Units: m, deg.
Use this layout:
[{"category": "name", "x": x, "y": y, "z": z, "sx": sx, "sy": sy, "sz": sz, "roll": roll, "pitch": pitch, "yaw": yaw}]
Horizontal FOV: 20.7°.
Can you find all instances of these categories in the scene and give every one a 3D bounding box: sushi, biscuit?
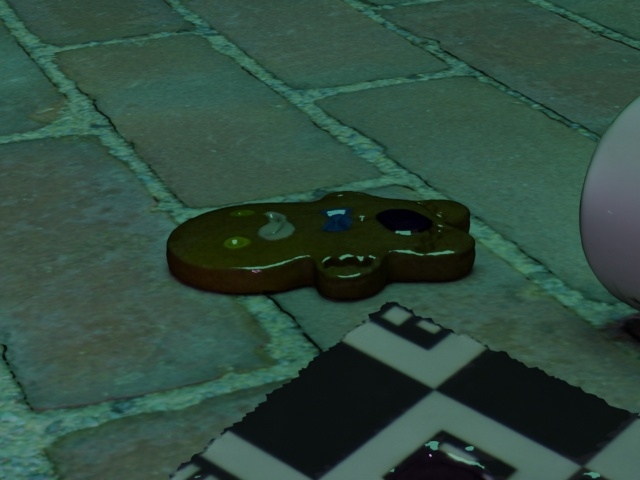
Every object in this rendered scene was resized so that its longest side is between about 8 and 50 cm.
[{"category": "sushi", "x": 0.089, "y": 0.199, "z": 0.727, "sx": 0.373, "sy": 0.100, "sz": 0.296, "roll": 24, "pitch": 41, "yaw": 31}, {"category": "biscuit", "x": 0.000, "y": 0.000, "z": 1.335, "sx": 0.236, "sy": 0.039, "sz": 0.180, "roll": -5, "pitch": 22, "yaw": 0}]

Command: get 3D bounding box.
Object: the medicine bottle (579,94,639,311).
[{"category": "medicine bottle", "x": 0.312, "y": 0.003, "z": 1.088, "sx": 0.170, "sy": 0.170, "sz": 0.293, "roll": -15, "pitch": 22, "yaw": -29}]
